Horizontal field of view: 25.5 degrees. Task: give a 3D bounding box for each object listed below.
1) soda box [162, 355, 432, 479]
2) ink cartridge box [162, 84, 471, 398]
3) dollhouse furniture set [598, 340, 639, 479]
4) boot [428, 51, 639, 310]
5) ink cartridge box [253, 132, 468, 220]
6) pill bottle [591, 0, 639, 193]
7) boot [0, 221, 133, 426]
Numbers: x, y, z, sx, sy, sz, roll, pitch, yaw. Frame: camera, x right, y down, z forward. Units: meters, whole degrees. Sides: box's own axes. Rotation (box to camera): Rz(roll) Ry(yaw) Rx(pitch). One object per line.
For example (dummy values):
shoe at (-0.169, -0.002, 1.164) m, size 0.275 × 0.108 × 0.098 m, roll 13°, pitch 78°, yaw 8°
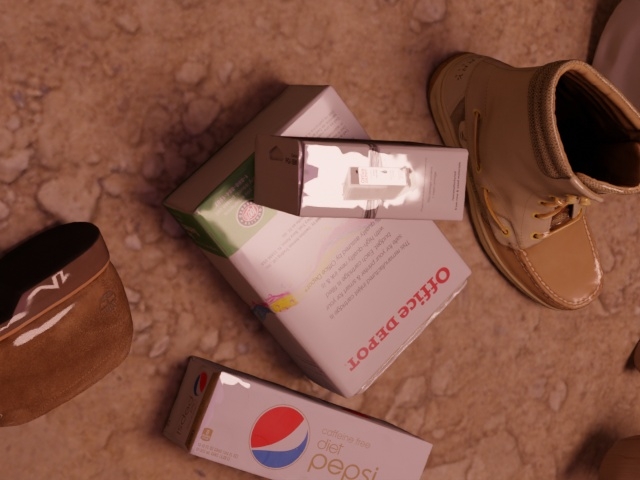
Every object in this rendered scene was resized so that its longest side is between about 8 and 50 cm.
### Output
soda box at (-0.018, 0.167, 1.188) m, size 0.216 × 0.069 × 0.074 m, roll 22°, pitch 87°, yaw -26°
ink cartridge box at (0.000, 0.000, 1.160) m, size 0.154 × 0.093 × 0.212 m, roll -45°, pitch 111°, yaw -13°
dollhouse furniture set at (0.383, 0.329, 1.363) m, size 0.362 × 0.256 × 0.394 m, roll 40°, pitch 58°, yaw -25°
boot at (0.209, -0.040, 1.192) m, size 0.095 × 0.203 × 0.262 m, roll -32°, pitch 108°, yaw -18°
ink cartridge box at (0.028, -0.048, 1.060) m, size 0.135 × 0.099 × 0.056 m, roll 1°, pitch 97°, yaw -23°
pill bottle at (0.445, -0.121, 1.297) m, size 0.361 × 0.204 × 0.204 m, roll 7°, pitch 94°, yaw -26°
boot at (-0.271, 0.112, 1.043) m, size 0.305 × 0.112 × 0.115 m, roll -32°, pitch 120°, yaw -21°
